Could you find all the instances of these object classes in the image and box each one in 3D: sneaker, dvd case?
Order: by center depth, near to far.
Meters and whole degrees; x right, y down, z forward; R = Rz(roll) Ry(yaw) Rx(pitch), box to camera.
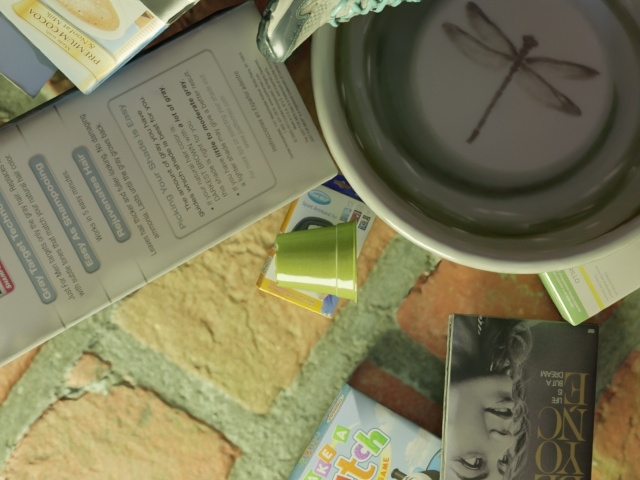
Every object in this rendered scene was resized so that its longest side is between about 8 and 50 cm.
[{"bbox_3d":[0.059,-0.255,1.564,0.122,0.110,0.283,43,78,-4],"label":"sneaker"},{"bbox_3d":[0.203,0.190,1.763,0.164,0.018,0.221,5,86,-17],"label":"dvd case"}]

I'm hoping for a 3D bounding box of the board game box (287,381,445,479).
[{"bbox_3d":[0.075,0.264,1.764,0.211,0.039,0.160,30,91,-13],"label":"board game box"}]

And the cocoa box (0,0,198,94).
[{"bbox_3d":[-0.214,-0.351,1.483,0.347,0.231,0.228,45,131,-14],"label":"cocoa box"}]

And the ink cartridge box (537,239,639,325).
[{"bbox_3d":[0.312,-0.046,1.763,0.235,0.056,0.171,-30,102,-4],"label":"ink cartridge box"}]

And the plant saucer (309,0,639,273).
[{"bbox_3d":[0.186,-0.162,1.670,0.400,0.100,0.400,1,82,-4],"label":"plant saucer"}]

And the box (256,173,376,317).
[{"bbox_3d":[0.000,0.000,1.718,0.081,0.028,0.136,23,95,-13],"label":"box"}]

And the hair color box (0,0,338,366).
[{"bbox_3d":[-0.193,-0.054,1.598,0.374,0.113,0.185,-30,102,-17],"label":"hair color box"}]

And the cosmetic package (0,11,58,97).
[{"bbox_3d":[-0.339,-0.230,1.581,0.239,0.099,0.060,41,89,-14],"label":"cosmetic package"}]

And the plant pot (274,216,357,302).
[{"bbox_3d":[-0.004,0.019,1.673,0.079,0.083,0.083,0,98,2],"label":"plant pot"}]
